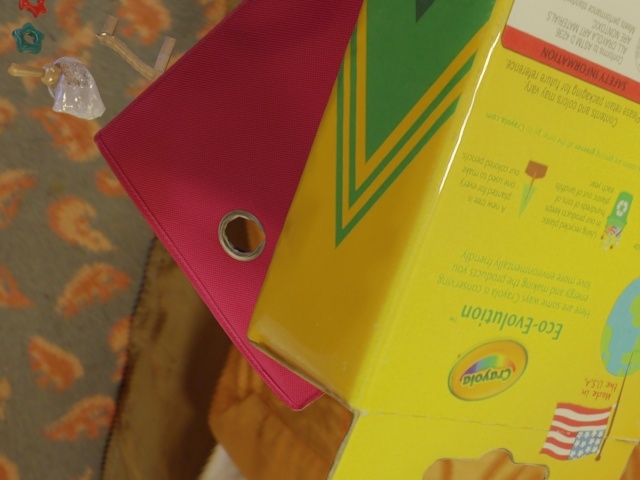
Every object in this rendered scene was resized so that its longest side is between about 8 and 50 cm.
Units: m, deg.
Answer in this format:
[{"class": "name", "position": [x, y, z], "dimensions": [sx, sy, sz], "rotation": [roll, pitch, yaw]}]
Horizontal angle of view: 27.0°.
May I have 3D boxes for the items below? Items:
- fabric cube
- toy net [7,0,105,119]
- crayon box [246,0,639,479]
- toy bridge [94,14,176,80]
[{"class": "fabric cube", "position": [0.047, -0.075, 0.982], "dimensions": [0.258, 0.259, 0.254], "rotation": [-36, 90, 32]}, {"class": "toy net", "position": [-0.367, -0.244, 1.712], "dimensions": [0.232, 0.045, 0.122], "rotation": [42, 55, -16]}, {"class": "crayon box", "position": [0.095, -0.030, 0.588], "dimensions": [0.202, 0.081, 0.319], "rotation": [14, 100, -42]}, {"class": "toy bridge", "position": [-0.208, -0.239, 1.761], "dimensions": [0.188, 0.026, 0.063], "rotation": [18, 58, -6]}]
